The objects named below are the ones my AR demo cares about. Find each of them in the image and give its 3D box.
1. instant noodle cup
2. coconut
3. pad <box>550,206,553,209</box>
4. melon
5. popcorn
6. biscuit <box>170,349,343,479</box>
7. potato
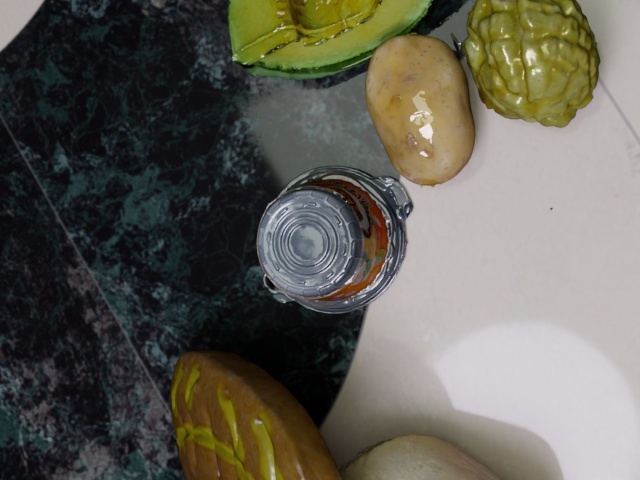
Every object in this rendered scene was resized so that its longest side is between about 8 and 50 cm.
[{"bbox_3d":[0.000,0.000,1.405,0.177,0.125,0.208,40,102,12],"label":"instant noodle cup"},{"bbox_3d":[0.128,0.348,1.313,0.244,0.239,0.239,31,102,48],"label":"coconut"},{"bbox_3d":[0.419,-0.024,1.319,0.323,0.055,0.250,-18,87,-2],"label":"pad"},{"bbox_3d":[0.018,-0.304,1.401,0.265,0.129,0.169,-28,63,18],"label":"melon"},{"bbox_3d":[0.225,-0.211,1.324,0.142,0.173,0.173,-38,81,6],"label":"popcorn"},{"bbox_3d":[-0.071,0.297,1.332,0.070,0.394,0.350,-18,101,-25],"label":"biscuit"},{"bbox_3d":[0.115,-0.149,1.376,0.118,0.109,0.178,-15,93,11],"label":"potato"}]
